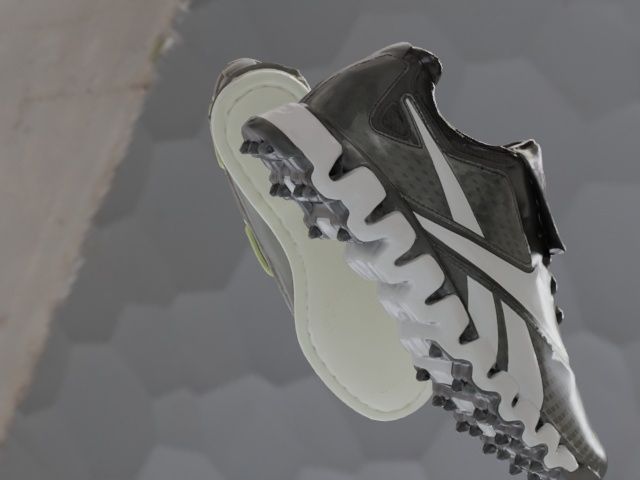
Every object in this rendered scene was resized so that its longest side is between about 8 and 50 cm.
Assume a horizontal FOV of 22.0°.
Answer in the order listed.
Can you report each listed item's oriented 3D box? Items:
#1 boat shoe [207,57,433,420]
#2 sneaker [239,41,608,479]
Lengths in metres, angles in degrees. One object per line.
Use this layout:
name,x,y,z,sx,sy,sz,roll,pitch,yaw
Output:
boat shoe,0.004,-0.002,1.253,0.109,0.091,0.305,-27,112,-1
sneaker,0.073,0.010,0.726,0.106,0.234,0.078,-41,-165,-12
